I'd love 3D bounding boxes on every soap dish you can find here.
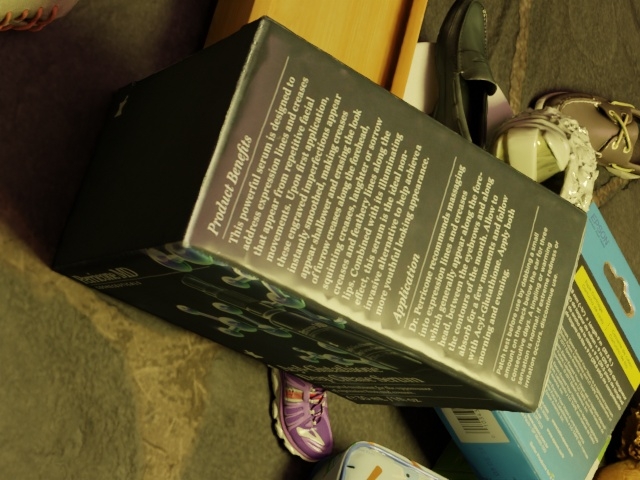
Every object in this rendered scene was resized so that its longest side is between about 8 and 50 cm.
[{"bbox_3d":[0.003,-0.233,1.282,0.228,0.118,0.291,21,70,-16],"label":"soap dish"}]

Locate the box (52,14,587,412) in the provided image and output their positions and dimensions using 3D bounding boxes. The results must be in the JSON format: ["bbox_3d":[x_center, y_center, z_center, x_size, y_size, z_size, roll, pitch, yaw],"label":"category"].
[{"bbox_3d":[0.000,0.000,1.126,0.395,0.293,0.212,27,71,-27],"label":"box"}]

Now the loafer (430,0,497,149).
[{"bbox_3d":[0.182,-0.192,1.433,0.076,0.078,0.223,21,72,-43],"label":"loafer"}]

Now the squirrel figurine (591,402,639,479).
[{"bbox_3d":[0.513,0.398,1.761,0.370,0.281,0.397,35,48,-27],"label":"squirrel figurine"}]

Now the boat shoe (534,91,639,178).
[{"bbox_3d":[0.447,-0.161,1.803,0.324,0.096,0.117,13,78,-45],"label":"boat shoe"}]

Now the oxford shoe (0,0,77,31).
[{"bbox_3d":[-0.280,-0.232,1.029,0.397,0.140,0.147,-55,131,-31],"label":"oxford shoe"}]

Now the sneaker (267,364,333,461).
[{"bbox_3d":[-0.015,0.169,1.319,0.068,0.071,0.170,-24,105,-44],"label":"sneaker"}]

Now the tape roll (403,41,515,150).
[{"bbox_3d":[0.131,-0.055,1.478,0.392,0.072,0.392,5,82,-45],"label":"tape roll"}]

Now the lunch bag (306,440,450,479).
[{"bbox_3d":[0.109,0.374,1.332,0.303,0.115,0.243,31,51,-16],"label":"lunch bag"}]

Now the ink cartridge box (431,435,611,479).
[{"bbox_3d":[0.282,0.292,1.602,0.255,0.097,0.189,-49,120,-38],"label":"ink cartridge box"}]

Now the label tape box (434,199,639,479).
[{"bbox_3d":[0.284,0.143,1.482,0.334,0.106,0.241,-46,113,-37],"label":"label tape box"}]

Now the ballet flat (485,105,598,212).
[{"bbox_3d":[0.242,-0.049,1.386,0.147,0.147,0.409,51,41,-31],"label":"ballet flat"}]
